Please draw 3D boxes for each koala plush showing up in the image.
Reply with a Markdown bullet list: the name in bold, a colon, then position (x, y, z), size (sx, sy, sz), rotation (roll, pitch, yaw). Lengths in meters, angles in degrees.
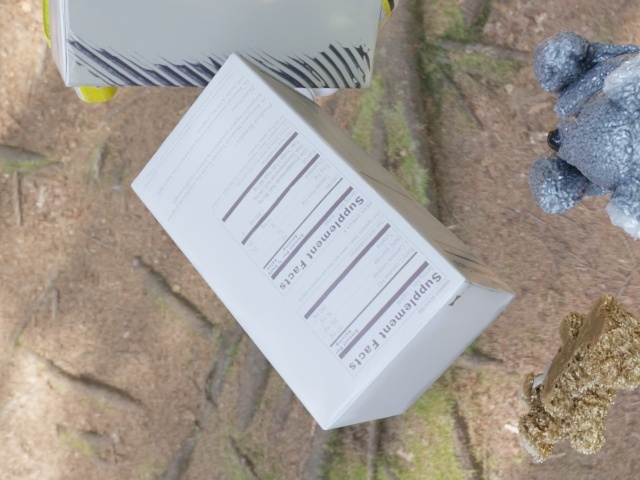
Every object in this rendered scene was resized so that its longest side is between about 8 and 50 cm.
- **koala plush**: position (0.303, -0.109, 0.704), size (0.203, 0.221, 0.196), rotation (3, 104, 20)

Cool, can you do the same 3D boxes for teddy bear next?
- **teddy bear**: position (0.438, 0.239, 1.212), size (0.113, 0.245, 0.338), rotation (23, 117, -2)

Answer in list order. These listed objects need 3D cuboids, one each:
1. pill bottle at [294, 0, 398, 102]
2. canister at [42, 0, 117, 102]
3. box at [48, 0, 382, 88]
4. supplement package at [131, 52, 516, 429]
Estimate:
- **pill bottle**: position (0.004, -0.429, 1.517), size (0.188, 0.188, 0.334), rotation (27, 78, 34)
- **canister**: position (-0.348, -0.295, 1.063), size (0.073, 0.170, 0.126), rotation (-6, 73, -7)
- **box**: position (-0.091, -0.191, 0.637), size (0.113, 0.275, 0.094), rotation (-132, 43, -55)
- **supplement package**: position (0.000, 0.000, 0.540), size (0.134, 0.139, 0.244), rotation (-49, 63, 13)
